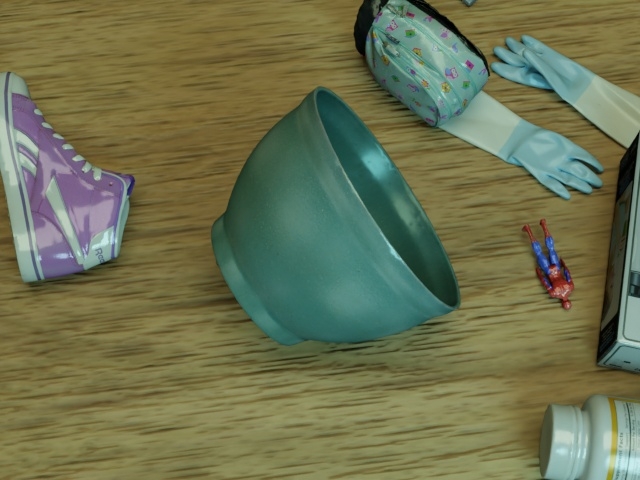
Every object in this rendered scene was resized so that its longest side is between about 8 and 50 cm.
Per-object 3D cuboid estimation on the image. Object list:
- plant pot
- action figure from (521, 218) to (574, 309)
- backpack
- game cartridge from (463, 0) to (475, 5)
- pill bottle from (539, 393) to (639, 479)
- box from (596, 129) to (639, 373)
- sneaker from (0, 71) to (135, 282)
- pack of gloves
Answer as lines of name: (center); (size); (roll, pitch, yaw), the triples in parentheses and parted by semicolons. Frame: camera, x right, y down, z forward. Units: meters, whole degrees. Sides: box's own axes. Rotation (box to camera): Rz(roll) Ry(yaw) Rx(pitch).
plant pot: (0.000, 0.000, 1.194); (0.196, 0.293, 0.293); (-32, 66, 14)
action figure: (0.286, 0.032, 1.293); (0.038, 0.030, 0.115); (-18, 71, -2)
backpack: (0.131, -0.238, 1.368); (0.182, 0.152, 0.115); (42, 88, 15)
game cartridge: (0.221, -0.376, 1.490); (0.083, 0.017, 0.056); (-40, 75, -17)
pill bottle: (0.356, 0.235, 1.149); (0.214, 0.117, 0.117); (7, 65, 4)
box: (0.441, 0.023, 1.260); (0.169, 0.087, 0.290); (13, 66, 3)
sneaker: (-0.323, -0.093, 1.324); (0.161, 0.102, 0.282); (-14, 76, -10)
pack of gloves: (0.302, -0.175, 1.380); (0.232, 0.046, 0.195); (32, 69, 14)
